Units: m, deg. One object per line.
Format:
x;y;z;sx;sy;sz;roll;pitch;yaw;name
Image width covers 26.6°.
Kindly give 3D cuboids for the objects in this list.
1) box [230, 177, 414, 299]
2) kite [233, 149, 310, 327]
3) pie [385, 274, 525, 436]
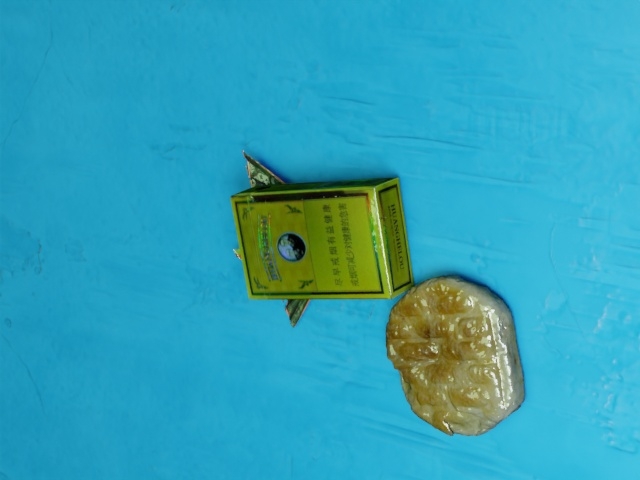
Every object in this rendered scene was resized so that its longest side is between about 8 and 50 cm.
0.000;0.000;1.668;0.220;0.064;0.141;0;104;36;box
-0.044;-0.009;1.744;0.183;0.014;0.241;-16;96;37;kite
0.154;0.136;1.599;0.195;0.046;0.195;9;105;36;pie
